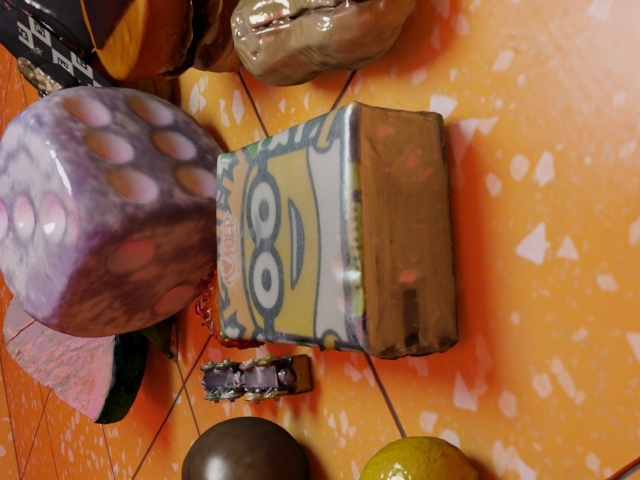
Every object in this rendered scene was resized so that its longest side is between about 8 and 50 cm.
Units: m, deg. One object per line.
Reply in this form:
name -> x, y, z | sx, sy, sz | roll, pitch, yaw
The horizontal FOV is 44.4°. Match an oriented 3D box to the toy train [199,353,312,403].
toy train -> -0.085, 0.181, 1.028 | 0.202, 0.081, 0.060 | -16, 79, 50

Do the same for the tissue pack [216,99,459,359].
tissue pack -> 0.000, 0.000, 0.826 | 0.311, 0.128, 0.228 | -7, 84, 58

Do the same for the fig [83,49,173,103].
fig -> -0.311, -0.228, 1.309 | 0.202, 0.148, 0.149 | 62, -177, -10

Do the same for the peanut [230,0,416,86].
peanut -> -0.008, -0.233, 0.829 | 0.290, 0.130, 0.130 | 1, 93, 56

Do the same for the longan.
longan -> -0.092, 0.301, 0.959 | 0.187, 0.167, 0.167 | -71, -15, -79

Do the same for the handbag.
handbag -> -0.407, -0.435, 1.297 | 0.302, 0.178, 0.275 | -52, 29, -14

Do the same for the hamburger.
hamburger -> -0.180, -0.345, 1.003 | 0.291, 0.225, 0.291 | 28, 123, 54

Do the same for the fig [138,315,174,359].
fig -> -0.286, 0.115, 1.319 | 0.117, 0.117, 0.177 | -29, 67, 55

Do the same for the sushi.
sushi -> -0.414, -0.230, 1.232 | 0.215, 0.050, 0.192 | 40, 151, 5

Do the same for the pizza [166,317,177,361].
pizza -> -0.271, 0.165, 1.372 | 0.083, 0.025, 0.078 | 51, 134, 44

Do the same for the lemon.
lemon -> 0.089, 0.235, 0.719 | 0.133, 0.109, 0.109 | -32, 64, 38

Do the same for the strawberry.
strawberry -> -0.099, 0.074, 1.030 | 0.145, 0.086, 0.145 | 7, 98, 56

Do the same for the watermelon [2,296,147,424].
watermelon -> -0.409, 0.159, 1.457 | 0.319, 0.222, 0.292 | 14, 79, 31

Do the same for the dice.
dice -> -0.299, -0.041, 1.132 | 0.270, 0.270, 0.271 | 53, 130, 25
